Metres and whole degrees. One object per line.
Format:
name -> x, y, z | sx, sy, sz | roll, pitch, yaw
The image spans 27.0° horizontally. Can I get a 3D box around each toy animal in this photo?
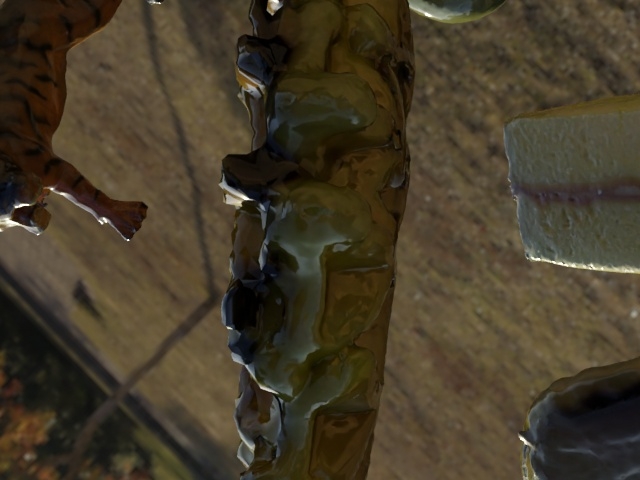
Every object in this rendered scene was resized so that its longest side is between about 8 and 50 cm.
toy animal -> -0.172, -0.110, 0.806 | 0.114, 0.255, 0.116 | -12, 154, 31

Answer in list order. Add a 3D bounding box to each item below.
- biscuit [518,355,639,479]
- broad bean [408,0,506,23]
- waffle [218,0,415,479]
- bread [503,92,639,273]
biscuit -> 0.187, 0.069, 0.471 | 0.247, 0.029, 0.118 | -19, 124, 30
broad bean -> 0.068, -0.291, 1.007 | 0.263, 0.189, 0.121 | 51, 159, 17
waffle -> 0.000, 0.000, 0.804 | 0.095, 0.380, 0.382 | 4, 125, 1
bread -> 0.284, -0.044, 1.195 | 0.264, 0.163, 0.168 | -9, 99, 22
